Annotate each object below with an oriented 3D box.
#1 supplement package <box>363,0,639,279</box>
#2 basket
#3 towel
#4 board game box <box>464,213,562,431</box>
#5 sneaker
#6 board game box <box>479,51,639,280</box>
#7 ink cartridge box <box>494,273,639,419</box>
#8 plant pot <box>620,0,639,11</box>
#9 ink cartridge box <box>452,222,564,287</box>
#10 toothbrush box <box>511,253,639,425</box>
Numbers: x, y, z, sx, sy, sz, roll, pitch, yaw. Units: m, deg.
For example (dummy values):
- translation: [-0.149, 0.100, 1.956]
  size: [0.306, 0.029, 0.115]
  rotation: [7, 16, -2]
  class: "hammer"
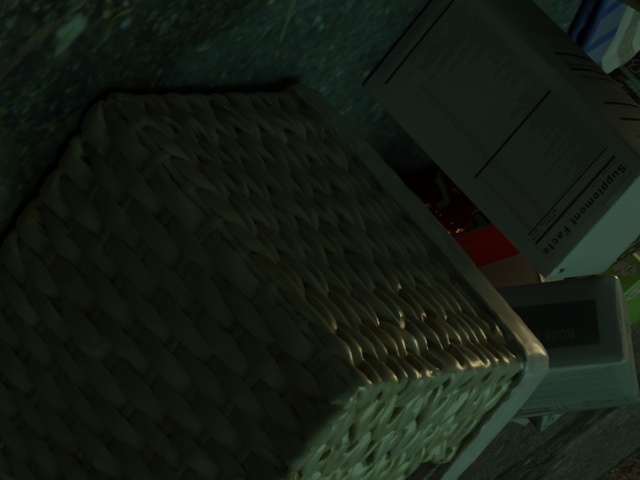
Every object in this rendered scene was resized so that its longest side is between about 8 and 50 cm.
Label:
- translation: [0.183, -0.098, 1.525]
  size: [0.139, 0.244, 0.134]
  rotation: [-50, 158, 22]
  class: "supplement package"
- translation: [-0.070, 0.099, 1.351]
  size: [0.266, 0.331, 0.328]
  rotation: [-6, 139, -55]
  class: "basket"
- translation: [0.369, -0.271, 1.820]
  size: [0.285, 0.034, 0.209]
  rotation: [-30, 156, -29]
  class: "towel"
- translation: [0.223, 0.101, 2.084]
  size: [0.053, 0.193, 0.305]
  rotation: [-38, 159, -11]
  class: "board game box"
- translation: [0.091, -0.001, 1.774]
  size: [0.128, 0.087, 0.221]
  rotation: [-53, 162, 29]
  class: "sneaker"
- translation: [0.359, -0.104, 1.987]
  size: [0.291, 0.141, 0.232]
  rotation: [-27, 156, -34]
  class: "board game box"
- translation: [0.159, 0.123, 1.753]
  size: [0.308, 0.091, 0.385]
  rotation: [-8, 168, 11]
  class: "ink cartridge box"
- translation: [0.364, -0.290, 1.511]
  size: [0.229, 0.263, 0.263]
  rotation: [-62, 157, 6]
  class: "plant pot"
- translation: [0.087, 0.078, 1.803]
  size: [0.296, 0.066, 0.261]
  rotation: [-20, 165, 17]
  class: "ink cartridge box"
- translation: [0.322, 0.111, 2.390]
  size: [0.283, 0.122, 0.206]
  rotation: [-45, 160, 7]
  class: "toothbrush box"
